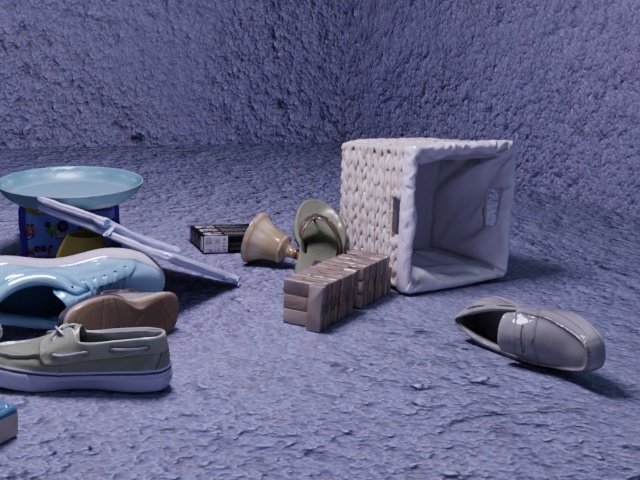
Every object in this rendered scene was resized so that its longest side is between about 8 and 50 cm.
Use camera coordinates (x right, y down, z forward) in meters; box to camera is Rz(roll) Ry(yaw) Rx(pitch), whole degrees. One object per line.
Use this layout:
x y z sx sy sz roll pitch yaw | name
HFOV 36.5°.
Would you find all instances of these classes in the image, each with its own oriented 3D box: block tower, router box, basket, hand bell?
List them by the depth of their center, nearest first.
0.037 0.093 1.959 0.097 0.090 0.335 9 14 25 | block tower
-0.048 0.036 2.224 0.242 0.126 0.126 22 19 18 | hand bell
0.243 -0.076 2.231 0.331 0.328 0.266 -6 15 -35 | basket
-0.222 -0.007 2.407 0.179 0.046 0.133 -1 14 -22 | router box

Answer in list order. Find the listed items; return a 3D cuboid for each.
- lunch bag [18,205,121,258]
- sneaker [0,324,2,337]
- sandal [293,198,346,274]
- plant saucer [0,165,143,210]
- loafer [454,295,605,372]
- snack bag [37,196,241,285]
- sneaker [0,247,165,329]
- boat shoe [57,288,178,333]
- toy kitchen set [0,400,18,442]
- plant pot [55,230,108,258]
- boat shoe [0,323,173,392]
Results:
-0.605 -0.040 2.315 0.221 0.138 0.293 -3 5 -18 | lunch bag
-0.614 0.141 1.547 0.153 0.101 0.269 -24 10 -30 | sneaker
0.001 0.001 2.134 0.120 0.086 0.302 3 37 -4 | sandal
-0.557 -0.115 2.167 0.318 0.043 0.317 2 17 -1 | plant saucer
0.363 0.170 1.706 0.112 0.112 0.319 -9 10 -28 | loafer
-0.365 0.002 2.000 0.343 0.037 0.323 20 -3 24 | snack bag
-0.438 0.105 1.732 0.366 0.135 0.150 -5 30 -30 | sneaker
-0.357 0.135 1.666 0.092 0.102 0.285 3 7 28 | boat shoe
-0.519 0.178 1.274 0.207 0.166 0.122 9 14 23 | toy kitchen set
-0.500 0.033 2.054 0.134 0.095 0.134 4 13 -1 | plant pot
-0.378 0.173 1.491 0.302 0.094 0.109 2 13 -4 | boat shoe
